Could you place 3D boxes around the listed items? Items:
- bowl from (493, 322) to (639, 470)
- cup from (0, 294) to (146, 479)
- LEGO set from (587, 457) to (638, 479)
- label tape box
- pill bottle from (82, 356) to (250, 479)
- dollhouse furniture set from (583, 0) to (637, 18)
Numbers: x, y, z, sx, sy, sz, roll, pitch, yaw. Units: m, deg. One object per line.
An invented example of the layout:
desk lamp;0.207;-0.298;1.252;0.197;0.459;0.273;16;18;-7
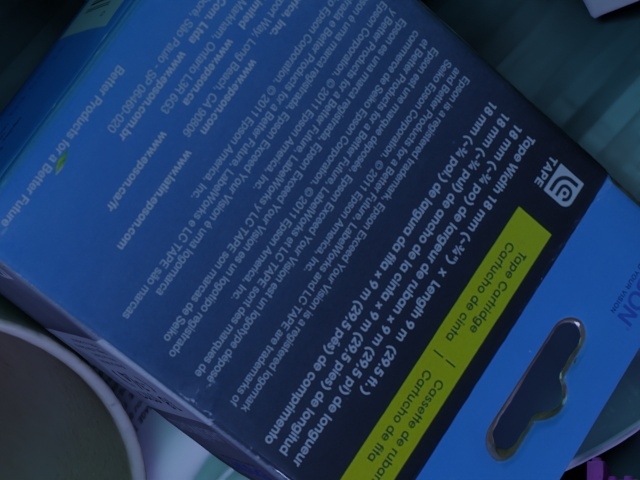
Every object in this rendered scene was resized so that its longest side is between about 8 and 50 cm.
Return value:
bowl;0.110;0.078;1.088;0.142;0.053;0.142;-23;62;-15
cup;-0.294;0.117;1.062;0.331;0.331;0.237;-45;42;3
LEGO set;0.232;0.133;1.018;0.227;0.087;0.093;-4;71;21
label tape box;0.000;0.000;0.974;0.240;0.334;0.106;-55;21;-15
pill bottle;-0.065;0.069;1.126;0.160;0.160;0.283;-39;61;6
dollhouse furniture set;0.091;-0.150;1.064;0.303;0.286;0.198;-13;67;31
